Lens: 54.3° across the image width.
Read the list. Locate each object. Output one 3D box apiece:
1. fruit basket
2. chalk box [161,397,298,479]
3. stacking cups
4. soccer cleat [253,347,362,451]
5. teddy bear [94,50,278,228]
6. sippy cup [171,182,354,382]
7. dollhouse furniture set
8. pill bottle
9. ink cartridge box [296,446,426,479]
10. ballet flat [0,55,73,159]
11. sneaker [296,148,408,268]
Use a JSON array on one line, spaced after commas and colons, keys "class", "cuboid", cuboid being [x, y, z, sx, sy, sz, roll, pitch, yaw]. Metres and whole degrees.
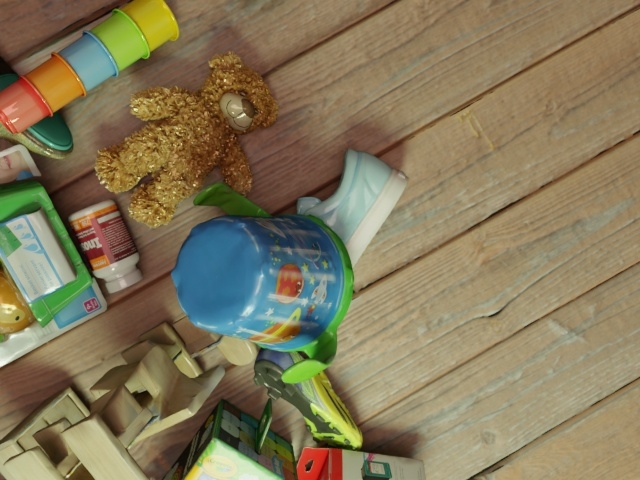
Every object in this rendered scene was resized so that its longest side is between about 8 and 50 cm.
[{"class": "fruit basket", "cuboid": [-0.563, 0.063, 0.988, 0.353, 0.165, 0.327, -31, 114, -28]}, {"class": "chalk box", "cuboid": [-0.156, 0.423, 1.122, 0.179, 0.180, 0.289, 36, 94, -9]}, {"class": "stacking cups", "cuboid": [-0.377, -0.287, 0.995, 0.316, 0.096, 0.096, -42, 100, -23]}, {"class": "soccer cleat", "cuboid": [-0.005, 0.285, 1.165, 0.093, 0.121, 0.289, -23, 118, 41]}, {"class": "teddy bear", "cuboid": [-0.225, -0.167, 1.076, 0.338, 0.113, 0.245, -23, 101, -2]}, {"class": "sippy cup", "cuboid": [-0.098, 0.058, 0.967, 0.305, 0.224, 0.240, 21, 93, 29]}, {"class": "dollhouse furniture set", "cuboid": [-0.303, 0.336, 1.020, 0.394, 0.362, 0.256, -30, 101, 25]}, {"class": "pill bottle", "cuboid": [-0.372, 0.011, 1.095, 0.086, 0.086, 0.152, -23, 98, -2]}, {"class": "ink cartridge box", "cuboid": [0.069, 0.465, 1.172, 0.231, 0.078, 0.134, 9, 129, -7]}, {"class": "ballet flat", "cuboid": [-0.560, -0.255, 1.039, 0.123, 0.123, 0.348, -40, 100, 0]}, {"class": "sneaker", "cuboid": [0.000, 0.000, 1.119, 0.150, 0.135, 0.366, 34, 85, 0]}]
